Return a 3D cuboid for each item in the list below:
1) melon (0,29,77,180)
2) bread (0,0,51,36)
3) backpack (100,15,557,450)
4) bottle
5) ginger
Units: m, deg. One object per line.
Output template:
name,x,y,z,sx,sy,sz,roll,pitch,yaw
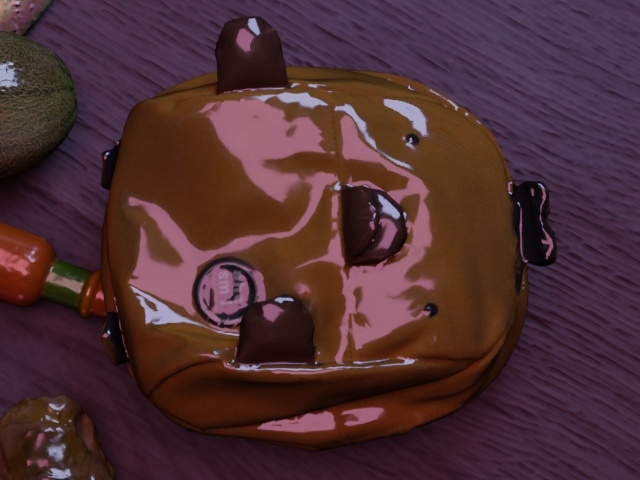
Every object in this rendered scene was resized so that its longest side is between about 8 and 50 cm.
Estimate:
melon,-0.309,-0.115,1.406,0.192,0.139,0.139,-10,80,-13
bread,-0.370,-0.292,1.487,0.301,0.045,0.301,1,79,-3
backpack,-0.001,-0.001,1.368,0.378,0.201,0.353,-6,81,-4
bottle,-0.266,0.024,1.420,0.187,0.069,0.069,18,80,2
ginger,-0.216,0.261,1.362,0.109,0.116,0.263,-24,85,35
